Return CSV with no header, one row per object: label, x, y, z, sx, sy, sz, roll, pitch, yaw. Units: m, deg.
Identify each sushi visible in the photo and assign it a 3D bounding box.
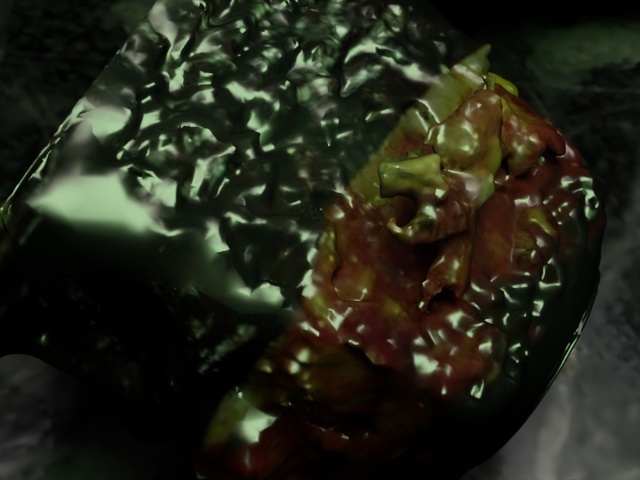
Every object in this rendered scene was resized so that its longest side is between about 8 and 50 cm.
sushi,0.000,0.000,0.399,0.150,0.153,0.172,33,33,-4
